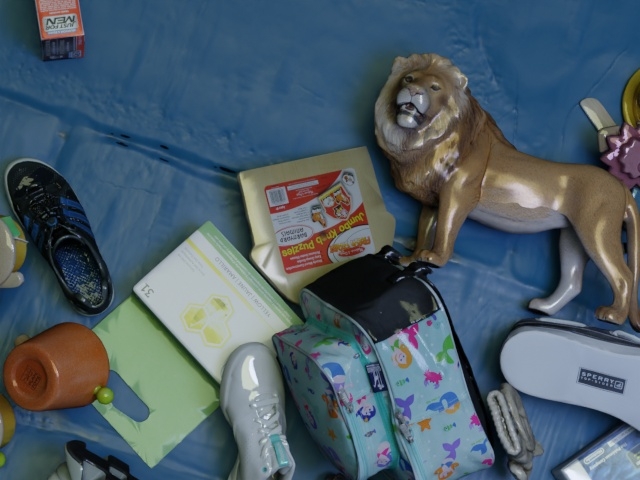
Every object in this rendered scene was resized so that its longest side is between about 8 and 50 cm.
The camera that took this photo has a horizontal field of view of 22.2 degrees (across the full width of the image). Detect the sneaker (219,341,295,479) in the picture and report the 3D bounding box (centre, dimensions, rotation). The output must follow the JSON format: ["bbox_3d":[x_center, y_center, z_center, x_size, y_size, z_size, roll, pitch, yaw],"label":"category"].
[{"bbox_3d":[-0.059,0.220,1.803,0.080,0.094,0.212,-5,98,-26],"label":"sneaker"}]

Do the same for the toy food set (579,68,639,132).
[{"bbox_3d":[0.444,-0.169,1.987,0.218,0.071,0.128,-26,85,-12],"label":"toy food set"}]

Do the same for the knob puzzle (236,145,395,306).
[{"bbox_3d":[0.000,0.000,1.903,0.213,0.030,0.213,4,80,-25],"label":"knob puzzle"}]

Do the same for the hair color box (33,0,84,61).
[{"bbox_3d":[-0.309,-0.301,1.883,0.053,0.093,0.167,-7,82,-10],"label":"hair color box"}]

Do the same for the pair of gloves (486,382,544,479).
[{"bbox_3d":[0.233,0.277,1.816,0.042,0.204,0.240,-21,85,11],"label":"pair of gloves"}]

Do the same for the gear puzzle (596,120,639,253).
[{"bbox_3d":[0.502,-0.079,1.963,0.339,0.044,0.175,-11,104,-10],"label":"gear puzzle"}]

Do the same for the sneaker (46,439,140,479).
[{"bbox_3d":[-0.169,0.361,1.788,0.330,0.122,0.146,31,95,-3],"label":"sneaker"}]

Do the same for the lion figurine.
[{"bbox_3d":[0.233,-0.053,1.901,0.392,0.142,0.240,20,80,-7],"label":"lion figurine"}]

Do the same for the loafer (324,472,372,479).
[{"bbox_3d":[0.016,0.347,1.844,0.061,0.062,0.170,13,83,33],"label":"loafer"}]

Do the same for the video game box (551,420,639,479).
[{"bbox_3d":[0.406,0.291,1.912,0.205,0.048,0.187,-33,88,-13],"label":"video game box"}]

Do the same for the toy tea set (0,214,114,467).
[{"bbox_3d":[-0.360,0.073,1.811,0.200,0.124,0.336,-24,85,26],"label":"toy tea set"}]

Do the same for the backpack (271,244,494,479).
[{"bbox_3d":[0.075,0.165,1.787,0.191,0.225,0.253,-32,109,-12],"label":"backpack"}]

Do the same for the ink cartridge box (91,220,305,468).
[{"bbox_3d":[-0.158,0.118,1.853,0.235,0.056,0.171,-42,89,-15],"label":"ink cartridge box"}]

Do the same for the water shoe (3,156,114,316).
[{"bbox_3d":[-0.290,-0.012,1.841,0.073,0.080,0.203,-31,86,-13],"label":"water shoe"}]

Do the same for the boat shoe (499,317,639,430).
[{"bbox_3d":[0.357,0.159,1.880,0.301,0.102,0.108,14,111,11],"label":"boat shoe"}]
